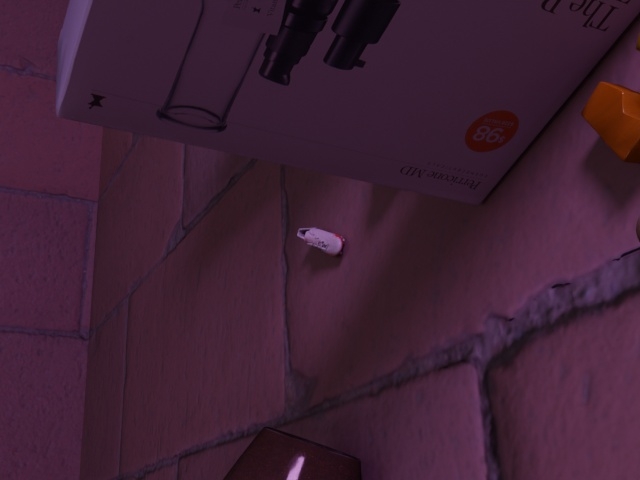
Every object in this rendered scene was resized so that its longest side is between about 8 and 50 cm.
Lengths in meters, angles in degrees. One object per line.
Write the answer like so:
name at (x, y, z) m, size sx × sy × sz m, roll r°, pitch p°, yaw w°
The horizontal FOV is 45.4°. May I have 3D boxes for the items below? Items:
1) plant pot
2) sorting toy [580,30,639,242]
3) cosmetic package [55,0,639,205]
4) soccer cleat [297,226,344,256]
plant pot at (-0.045, 0.316, 0.772) m, size 0.215 × 0.215 × 0.230 m, roll -7°, pitch 61°, yaw 62°
sorting toy at (0.272, -0.045, 0.422) m, size 0.307 × 0.041 × 0.229 m, roll -111°, pitch 33°, yaw -44°
cosmetic package at (0.032, -0.179, 0.549) m, size 0.284 × 0.378 × 0.097 m, roll -55°, pitch 36°, yaw 41°
soccer cleat at (0.000, 0.000, 0.929) m, size 0.083 × 0.036 × 0.029 m, roll 30°, pitch 108°, yaw 61°
